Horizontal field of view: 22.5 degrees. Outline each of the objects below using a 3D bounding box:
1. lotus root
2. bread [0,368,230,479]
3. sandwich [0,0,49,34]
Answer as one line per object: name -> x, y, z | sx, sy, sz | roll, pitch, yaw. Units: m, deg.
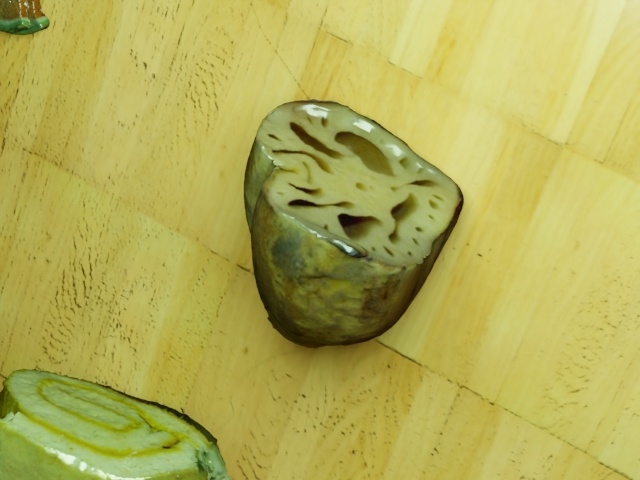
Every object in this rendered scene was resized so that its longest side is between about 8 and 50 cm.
lotus root -> 0.000, 0.000, 1.423 | 0.199, 0.188, 0.180 | 38, 130, 10
bread -> -0.217, 0.226, 1.579 | 0.257, 0.186, 0.124 | 18, 107, 12
sandwich -> -0.325, -0.248, 1.592 | 0.135, 0.029, 0.067 | 47, 118, 7
